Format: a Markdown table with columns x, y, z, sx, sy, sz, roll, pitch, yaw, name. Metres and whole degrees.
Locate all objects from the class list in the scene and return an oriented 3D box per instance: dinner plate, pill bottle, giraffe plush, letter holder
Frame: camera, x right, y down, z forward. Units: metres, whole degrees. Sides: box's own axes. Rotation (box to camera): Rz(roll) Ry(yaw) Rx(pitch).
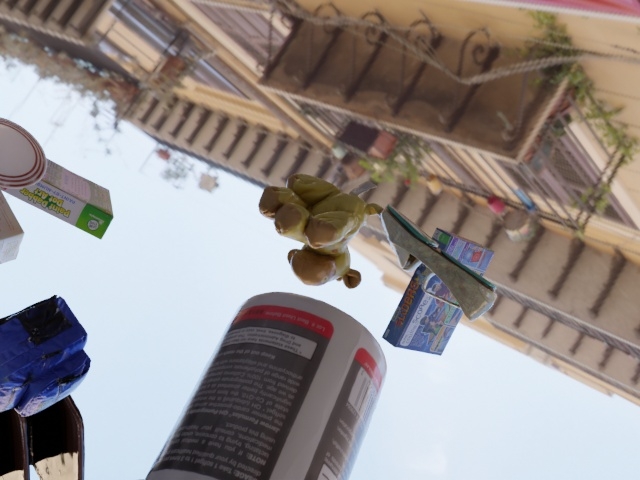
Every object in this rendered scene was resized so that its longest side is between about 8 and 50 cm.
| x | y | z | sx | sy | sz | roll | pitch | yaw | name |
| --- | --- | --- | --- | --- | --- | --- | --- | --- | --- |
| -0.483 | -0.136 | 1.291 | 0.141 | 0.141 | 0.017 | -25 | -144 | 26 | dinner plate |
| -0.063 | 0.219 | 0.809 | 0.176 | 0.176 | 0.319 | -9 | -140 | 36 | pill bottle |
| 0.000 | 0.000 | 1.415 | 0.181 | 0.210 | 0.171 | 42 | -48 | 39 | giraffe plush |
| -0.469 | 0.335 | 1.298 | 0.214 | 0.152 | 0.302 | 44 | -45 | 35 | letter holder |

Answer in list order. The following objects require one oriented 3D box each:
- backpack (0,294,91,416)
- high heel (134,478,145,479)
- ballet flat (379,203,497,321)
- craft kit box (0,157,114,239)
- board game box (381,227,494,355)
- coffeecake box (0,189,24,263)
| x | y | z | sx | sy | sz | roll | pitch | yaw | name |
| --- | --- | --- | --- | --- | --- | --- | --- | --- | --- |
| -0.304 | 0.125 | 0.868 | 0.101 | 0.120 | 0.098 | 50 | -48 | 14 | backpack |
| -0.125 | 0.373 | 0.977 | 0.261 | 0.186 | 0.093 | 36 | -100 | 13 | high heel |
| 0.115 | 0.024 | 0.925 | 0.168 | 0.057 | 0.052 | 41 | -81 | 29 | ballet flat |
| -0.508 | -0.106 | 1.584 | 0.061 | 0.246 | 0.250 | -62 | -160 | 6 | craft kit box |
| 0.195 | 0.088 | 1.399 | 0.035 | 0.136 | 0.201 | 34 | -79 | 42 | board game box |
| -0.466 | -0.023 | 0.989 | 0.142 | 0.185 | 0.068 | 57 | -41 | 15 | coffeecake box |
